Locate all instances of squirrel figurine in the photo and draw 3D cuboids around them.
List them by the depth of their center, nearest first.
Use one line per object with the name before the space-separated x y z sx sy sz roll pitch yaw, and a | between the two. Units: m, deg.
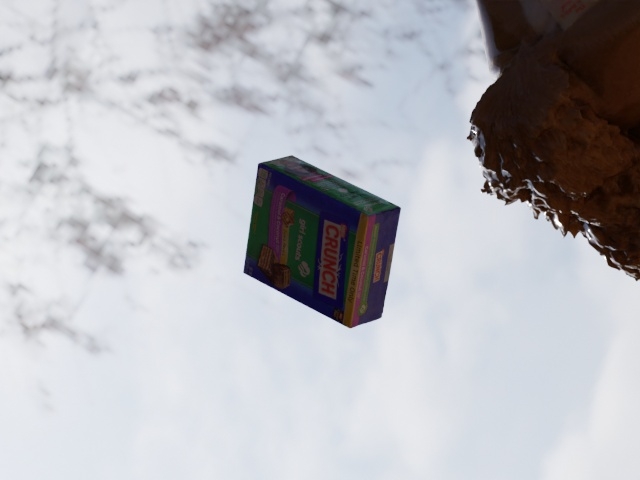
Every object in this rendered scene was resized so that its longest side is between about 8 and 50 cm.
squirrel figurine | 0.335 -0.150 1.971 0.370 0.281 0.397 28 -104 -46

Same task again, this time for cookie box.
cookie box | 0.000 0.000 1.390 0.040 0.107 0.091 -19 -54 -47
